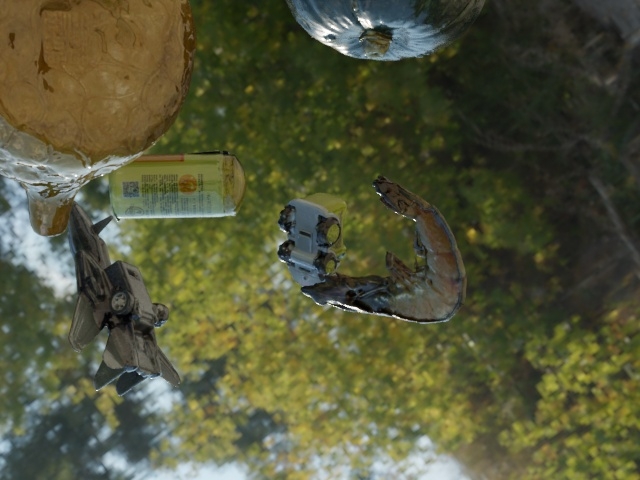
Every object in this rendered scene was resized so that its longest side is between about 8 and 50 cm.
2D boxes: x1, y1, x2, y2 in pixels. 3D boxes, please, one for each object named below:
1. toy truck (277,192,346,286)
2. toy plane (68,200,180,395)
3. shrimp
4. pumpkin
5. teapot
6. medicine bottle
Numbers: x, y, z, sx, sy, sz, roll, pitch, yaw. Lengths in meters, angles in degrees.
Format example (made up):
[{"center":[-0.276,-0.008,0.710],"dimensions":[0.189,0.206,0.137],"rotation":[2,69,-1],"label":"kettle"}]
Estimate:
[{"center":[0.000,0.000,1.299],"dimensions":[0.076,0.077,0.111],"rotation":[21,121,35],"label":"toy truck"},{"center":[-0.249,0.050,1.322],"dimensions":[0.212,0.088,0.267],"rotation":[33,-147,-58],"label":"toy plane"},{"center":[0.052,0.009,1.066],"dimensions":[0.035,0.195,0.147],"rotation":[-39,-59,-46],"label":"shrimp"},{"center":[0.057,-0.238,1.003],"dimensions":[0.190,0.146,0.190],"rotation":[20,-177,-1],"label":"pumpkin"},{"center":[-0.210,-0.157,0.829],"dimensions":[0.167,0.203,0.311],"rotation":[5,100,57],"label":"teapot"},{"center":[-0.251,-0.098,1.960],"dimensions":[0.124,0.239,0.124],"rotation":[177,90,-86],"label":"medicine bottle"}]
